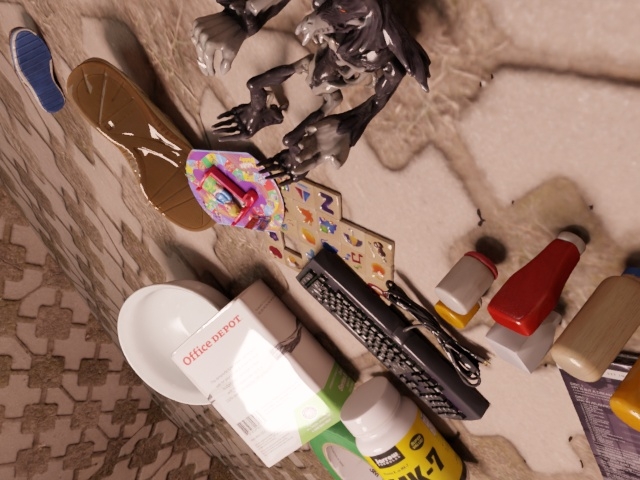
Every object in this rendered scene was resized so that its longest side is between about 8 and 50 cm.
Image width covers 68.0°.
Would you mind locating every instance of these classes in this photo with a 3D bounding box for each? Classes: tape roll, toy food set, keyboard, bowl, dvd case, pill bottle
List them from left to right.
[{"bbox_3d":[-0.279,0.200,1.046,0.297,0.134,0.298,6,113,14],"label":"bowl"},{"bbox_3d":[0.120,0.478,0.986,0.321,0.077,0.321,31,145,25],"label":"tape roll"},{"bbox_3d":[0.104,0.134,0.657,0.317,0.033,0.201,43,148,1],"label":"keyboard"},{"bbox_3d":[0.133,0.331,0.767,0.208,0.119,0.119,50,148,-6],"label":"pill bottle"},{"bbox_3d":[0.207,0.057,0.434,0.111,0.104,0.232,48,169,-28],"label":"toy food set"},{"bbox_3d":[0.345,0.199,0.468,0.164,0.018,0.221,-2,125,52],"label":"dvd case"}]

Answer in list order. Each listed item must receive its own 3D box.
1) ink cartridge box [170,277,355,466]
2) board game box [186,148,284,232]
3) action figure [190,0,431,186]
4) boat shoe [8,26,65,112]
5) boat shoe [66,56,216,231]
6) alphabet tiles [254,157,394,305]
[{"bbox_3d":[-0.103,0.238,0.867,0.198,0.115,0.273,-40,92,21],"label":"ink cartridge box"},{"bbox_3d":[-0.134,-0.062,0.681,0.168,0.033,0.133,9,132,27],"label":"board game box"},{"bbox_3d":[-0.014,-0.137,0.411,0.164,0.141,0.275,49,151,-1],"label":"action figure"},{"bbox_3d":[-0.552,-0.328,0.902,0.066,0.066,0.183,39,147,15],"label":"boat shoe"},{"bbox_3d":[-0.257,-0.144,0.738,0.302,0.109,0.098,55,-175,-33],"label":"boat shoe"},{"bbox_3d":[0.000,0.000,0.666,0.237,0.009,0.198,26,142,29],"label":"alphabet tiles"}]
